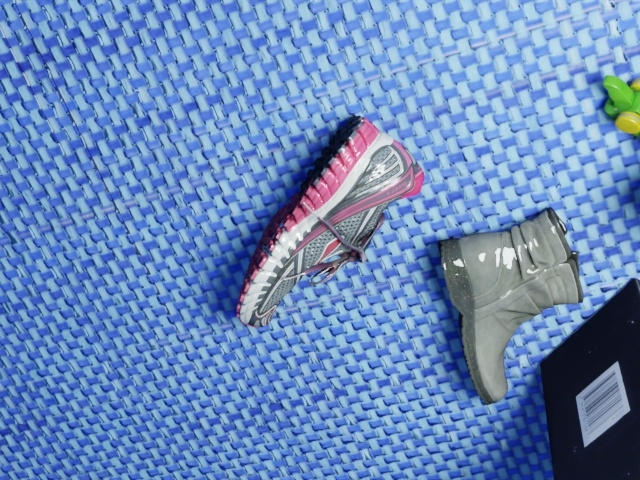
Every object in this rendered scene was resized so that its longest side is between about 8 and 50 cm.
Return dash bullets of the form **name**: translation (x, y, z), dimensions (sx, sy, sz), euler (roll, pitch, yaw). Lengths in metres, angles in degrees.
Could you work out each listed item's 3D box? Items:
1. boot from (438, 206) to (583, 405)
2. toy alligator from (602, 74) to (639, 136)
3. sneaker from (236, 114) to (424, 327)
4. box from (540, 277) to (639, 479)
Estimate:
- **boot**: translation (0.245, 0.087, 1.215), dimensions (0.161, 0.083, 0.246), euler (-13, 116, 8)
- **toy alligator**: translation (0.375, -0.122, 1.104), dimensions (0.190, 0.056, 0.051), euler (30, 162, -15)
- **sneaker**: translation (0.000, 0.000, 1.180), dimensions (0.112, 0.121, 0.299), euler (33, 117, -12)
- **box**: translation (0.432, 0.262, 1.127), dimensions (0.313, 0.343, 0.179), euler (36, 116, -11)
